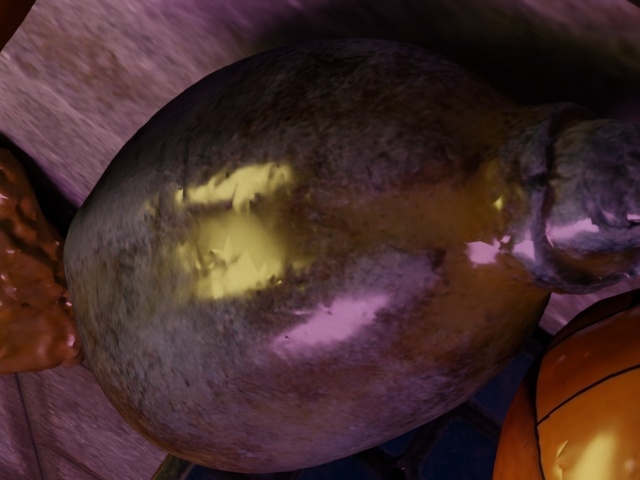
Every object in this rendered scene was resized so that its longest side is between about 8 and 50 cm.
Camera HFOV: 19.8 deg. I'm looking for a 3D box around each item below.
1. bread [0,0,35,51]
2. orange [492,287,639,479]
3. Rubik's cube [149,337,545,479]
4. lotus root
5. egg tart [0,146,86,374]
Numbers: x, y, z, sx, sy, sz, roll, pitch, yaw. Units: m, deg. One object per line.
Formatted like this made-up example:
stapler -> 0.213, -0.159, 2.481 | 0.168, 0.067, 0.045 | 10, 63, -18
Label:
bread -> -0.230, -0.163, 0.660 | 0.294, 0.167, 0.132 | 51, 180, -44
orange -> 0.165, 0.111, 0.634 | 0.234, 0.182, 0.234 | 35, 168, 9
Rubik's cube -> 0.024, 0.165, 0.915 | 0.237, 0.237, 0.238 | 36, 162, 1
lotus root -> 0.000, 0.000, 0.676 | 0.140, 0.158, 0.322 | 22, 160, -22
egg tart -> -0.308, -0.009, 1.204 | 0.351, 0.153, 0.339 | 40, 158, -19
